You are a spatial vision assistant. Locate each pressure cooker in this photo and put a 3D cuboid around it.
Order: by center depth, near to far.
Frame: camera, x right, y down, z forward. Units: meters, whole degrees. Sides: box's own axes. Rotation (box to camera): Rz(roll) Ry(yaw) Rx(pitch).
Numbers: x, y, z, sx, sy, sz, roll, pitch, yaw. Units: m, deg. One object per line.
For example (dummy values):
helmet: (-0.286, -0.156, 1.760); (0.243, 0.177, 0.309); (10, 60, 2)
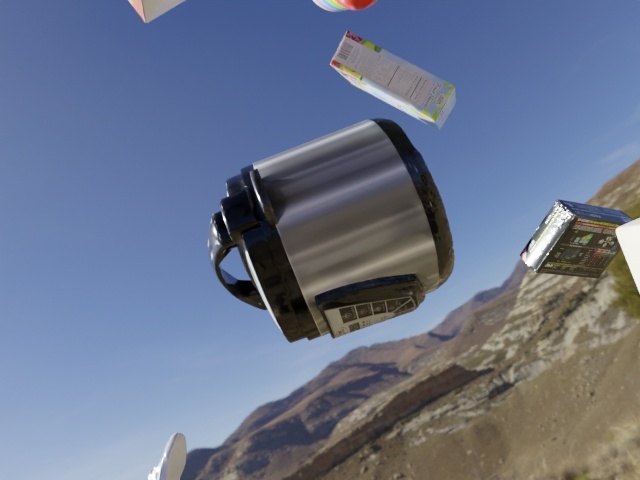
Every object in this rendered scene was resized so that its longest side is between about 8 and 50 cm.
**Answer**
pressure cooker: (-0.002, -0.004, 0.964); (0.421, 0.369, 0.375); (-21, 17, -3)

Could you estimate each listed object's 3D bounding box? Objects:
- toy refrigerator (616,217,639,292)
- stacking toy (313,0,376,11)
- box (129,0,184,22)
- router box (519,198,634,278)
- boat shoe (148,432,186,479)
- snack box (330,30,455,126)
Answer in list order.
toy refrigerator: (0.344, 0.094, 0.370); (0.102, 0.269, 0.094); (-20, -1, -10)
stacking toy: (0.051, -0.482, 0.895); (0.141, 0.330, 0.141); (-3, -61, -5)
box: (-0.263, -0.496, 0.598); (0.168, 0.345, 0.215); (-40, 5, -14)
router box: (0.336, 0.000, 0.642); (0.123, 0.038, 0.092); (6, -54, -23)
boat shoe: (-0.179, 0.269, 0.554); (0.035, 0.100, 0.035); (-4, -27, 17)
snack box: (0.138, -0.282, 0.891); (0.070, 0.207, 0.174); (-62, -11, 14)
